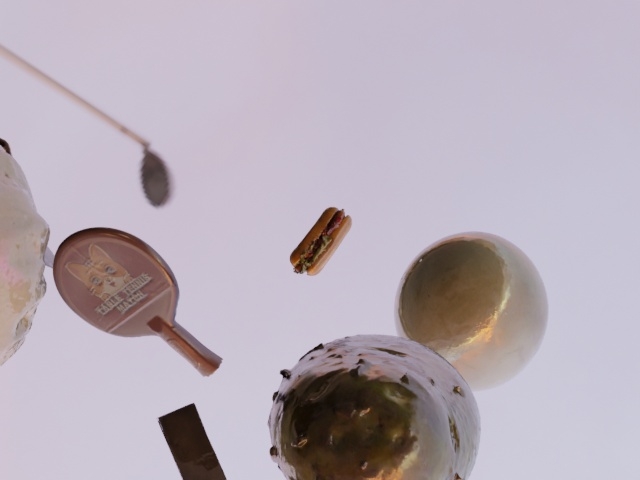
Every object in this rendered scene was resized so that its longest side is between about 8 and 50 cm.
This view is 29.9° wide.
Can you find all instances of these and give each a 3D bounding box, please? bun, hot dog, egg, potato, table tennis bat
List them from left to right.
[{"bbox_3d":[-0.253,0.002,0.784,0.193,0.127,0.178,47,-48,38],"label":"bun"},{"bbox_3d":[-0.141,0.027,1.050,0.107,0.170,0.119,-36,-161,32],"label":"table tennis bat"},{"bbox_3d":[0.000,0.000,1.205,0.037,0.021,0.083,30,-110,9],"label":"hot dog"},{"bbox_3d":[0.039,0.129,0.841,0.251,0.149,0.113,-48,146,-86],"label":"potato"},{"bbox_3d":[0.211,0.101,1.691,0.219,0.269,0.219,0,-109,0],"label":"egg"}]

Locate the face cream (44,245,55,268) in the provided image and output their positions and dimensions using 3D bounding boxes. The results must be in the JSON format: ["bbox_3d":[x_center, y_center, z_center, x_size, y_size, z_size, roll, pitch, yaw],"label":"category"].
[{"bbox_3d":[-0.501,-0.053,1.744,0.314,0.143,0.089,41,-93,16],"label":"face cream"}]

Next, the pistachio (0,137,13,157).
[{"bbox_3d":[-0.376,-0.064,1.315,0.149,0.113,0.113,17,-104,56],"label":"pistachio"}]

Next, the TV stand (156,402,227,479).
[{"bbox_3d":[-0.121,0.317,1.406,0.049,0.256,0.040,-23,177,-13],"label":"TV stand"}]
